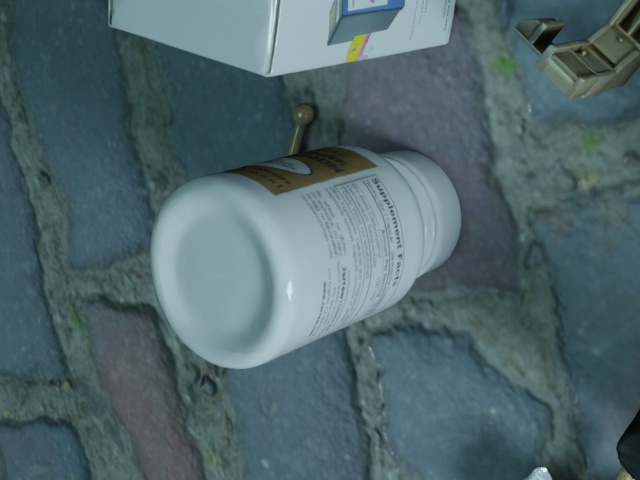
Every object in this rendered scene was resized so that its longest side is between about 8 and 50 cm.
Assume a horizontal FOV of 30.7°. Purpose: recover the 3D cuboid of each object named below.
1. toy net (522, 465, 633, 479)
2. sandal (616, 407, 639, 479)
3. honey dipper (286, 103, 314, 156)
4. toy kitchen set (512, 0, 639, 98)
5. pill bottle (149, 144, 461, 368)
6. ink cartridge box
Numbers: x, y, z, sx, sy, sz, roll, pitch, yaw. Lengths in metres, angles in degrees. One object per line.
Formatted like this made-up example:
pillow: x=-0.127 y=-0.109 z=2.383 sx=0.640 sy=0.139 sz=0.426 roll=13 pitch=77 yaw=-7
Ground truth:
toy net: x=0.235 y=0.211 z=0.834 sx=0.232 sy=0.045 sz=0.122 roll=-10 pitch=97 yaw=41
sandal: x=0.359 y=0.239 z=0.642 sx=0.445 sy=0.107 sz=0.168 roll=28 pitch=159 yaw=22
honey dipper: x=-0.033 y=-0.040 z=0.989 sx=0.030 sy=0.030 sz=0.161 roll=31 pitch=117 yaw=29
toy kitchen set: x=0.177 y=-0.144 z=0.757 sx=0.068 sy=0.083 sz=0.075 roll=48 pitch=126 yaw=18
pill bottle: x=0.000 y=0.000 z=0.842 sx=0.131 sy=0.229 sz=0.131 roll=11 pitch=109 yaw=36
ink cartridge box: x=-0.021 y=-0.186 z=0.821 sx=0.154 sy=0.212 sz=0.093 roll=21 pitch=114 yaw=33
